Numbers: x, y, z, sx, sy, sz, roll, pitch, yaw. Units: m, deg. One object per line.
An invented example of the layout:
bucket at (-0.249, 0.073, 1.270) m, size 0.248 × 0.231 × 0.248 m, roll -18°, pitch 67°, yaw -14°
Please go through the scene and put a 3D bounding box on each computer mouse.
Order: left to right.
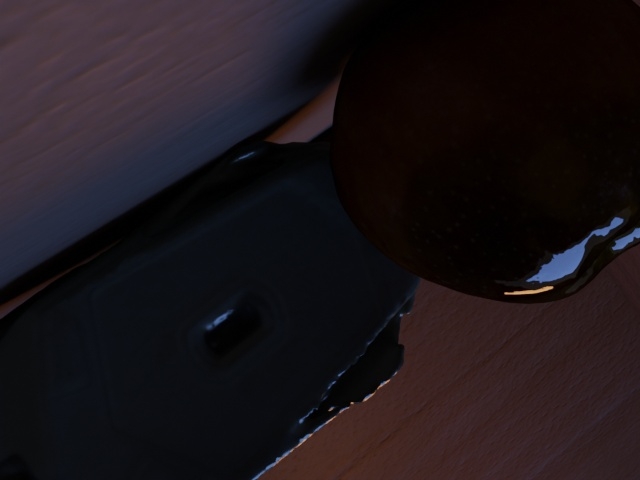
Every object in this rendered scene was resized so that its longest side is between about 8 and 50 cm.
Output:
computer mouse at (-0.097, 0.079, 0.560) m, size 0.429 × 0.228 × 0.145 m, roll -37°, pitch -170°, yaw -17°

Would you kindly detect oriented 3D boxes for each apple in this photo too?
apple at (0.122, -0.059, 0.442) m, size 0.230 × 0.230 × 0.230 m, roll -34°, pitch -179°, yaw 1°

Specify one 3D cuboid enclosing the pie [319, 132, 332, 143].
pie at (0.017, -0.107, 0.852) m, size 0.182 × 0.049 × 0.182 m, roll -39°, pitch 179°, yaw -1°
